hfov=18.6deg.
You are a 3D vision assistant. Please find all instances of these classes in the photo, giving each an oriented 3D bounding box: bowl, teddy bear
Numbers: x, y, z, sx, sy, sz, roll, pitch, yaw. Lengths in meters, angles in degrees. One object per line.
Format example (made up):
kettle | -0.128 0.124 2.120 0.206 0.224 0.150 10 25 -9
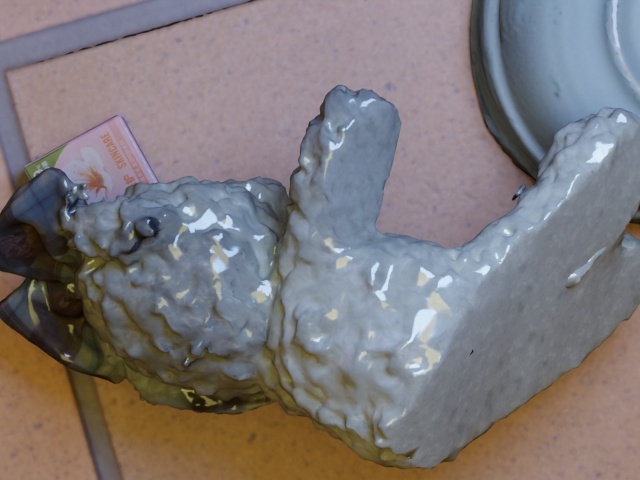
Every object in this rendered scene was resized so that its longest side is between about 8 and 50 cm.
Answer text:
bowl | 0.279 -0.164 1.518 0.307 0.163 0.307 0 90 -7
teddy bear | 0.000 0.000 1.467 0.362 0.327 0.375 31 58 31

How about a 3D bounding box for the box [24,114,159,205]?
box | -0.165 -0.026 1.542 0.089 0.043 0.125 -30 94 -2
